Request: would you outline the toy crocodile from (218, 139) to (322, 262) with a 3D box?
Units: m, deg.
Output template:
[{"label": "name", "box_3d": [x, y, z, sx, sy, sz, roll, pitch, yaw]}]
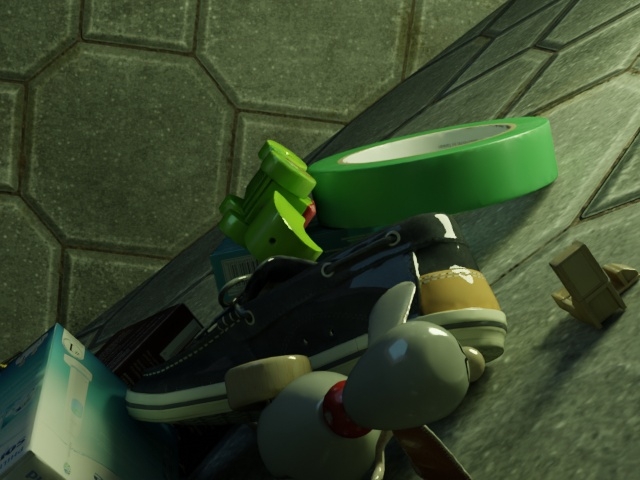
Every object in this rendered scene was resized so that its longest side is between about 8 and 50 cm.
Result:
[{"label": "toy crocodile", "box_3d": [-0.053, -0.044, 1.332, 0.115, 0.105, 0.340, -54, 11, 7]}]

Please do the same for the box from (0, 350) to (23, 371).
[{"label": "box", "box_3d": [-0.444, 0.339, 1.425, 0.322, 0.257, 0.079, -35, 3, 12]}]

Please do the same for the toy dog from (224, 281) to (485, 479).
[{"label": "toy dog", "box_3d": [0.049, 0.147, 0.899, 0.161, 0.220, 0.333, -9, 4, -28]}]

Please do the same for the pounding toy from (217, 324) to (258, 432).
[{"label": "pounding toy", "box_3d": [-0.037, 0.154, 1.372, 0.269, 0.155, 0.154, -19, -8, 35]}]

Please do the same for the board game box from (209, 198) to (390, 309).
[{"label": "board game box", "box_3d": [0.000, 0.000, 1.532, 0.253, 0.079, 0.336, -11, 10, 6]}]

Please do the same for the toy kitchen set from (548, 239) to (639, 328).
[{"label": "toy kitchen set", "box_3d": [0.241, 0.024, 0.978, 0.068, 0.075, 0.083, -38, 15, -4]}]

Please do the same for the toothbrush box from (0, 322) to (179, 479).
[{"label": "toothbrush box", "box_3d": [-0.270, 0.256, 1.199, 0.126, 0.216, 0.295, -41, 22, 6]}]

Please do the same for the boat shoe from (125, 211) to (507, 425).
[{"label": "boat shoe", "box_3d": [-0.026, 0.101, 1.155, 0.500, 0.156, 0.186, -24, -21, 40]}]

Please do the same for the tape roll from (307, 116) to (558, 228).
[{"label": "tape roll", "box_3d": [0.146, -0.092, 1.421, 0.321, 0.077, 0.321, -11, 9, 2]}]

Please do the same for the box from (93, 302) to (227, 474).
[{"label": "box", "box_3d": [-0.234, 0.217, 1.488, 0.203, 0.168, 0.167, -26, 17, 50]}]
